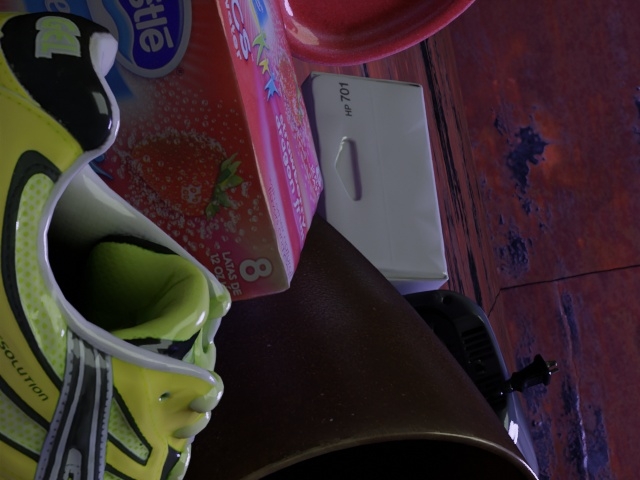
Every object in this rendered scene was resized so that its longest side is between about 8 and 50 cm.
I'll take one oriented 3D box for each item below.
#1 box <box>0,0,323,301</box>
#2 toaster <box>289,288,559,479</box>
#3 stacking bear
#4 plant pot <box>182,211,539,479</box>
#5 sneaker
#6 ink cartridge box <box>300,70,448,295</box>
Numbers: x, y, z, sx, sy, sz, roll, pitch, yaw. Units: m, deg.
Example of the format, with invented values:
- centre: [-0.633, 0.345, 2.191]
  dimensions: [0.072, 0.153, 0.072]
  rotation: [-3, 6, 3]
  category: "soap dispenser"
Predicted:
- centre: [-0.105, -0.124, 0.899]
  dimensions: [0.154, 0.142, 0.300]
  rotation: [-72, 149, -70]
  category: "box"
- centre: [0.041, 0.118, 1.191]
  dimensions: [0.146, 0.227, 0.129]
  rotation: [55, 17, -64]
  category: "toaster"
- centre: [0.001, -0.289, 1.585]
  dimensions: [0.175, 0.164, 0.289]
  rotation: [27, 32, -34]
  category: "stacking bear"
- centre: [-0.021, 0.084, 1.042]
  dimensions: [0.215, 0.215, 0.230]
  rotation: [67, 2, -49]
  category: "plant pot"
- centre: [-0.097, 0.082, 0.730]
  dimensions: [0.145, 0.147, 0.384]
  rotation: [-91, 167, -47]
  category: "sneaker"
- centre: [0.000, 0.000, 1.248]
  dimensions: [0.190, 0.082, 0.139]
  rotation: [133, -43, -55]
  category: "ink cartridge box"
